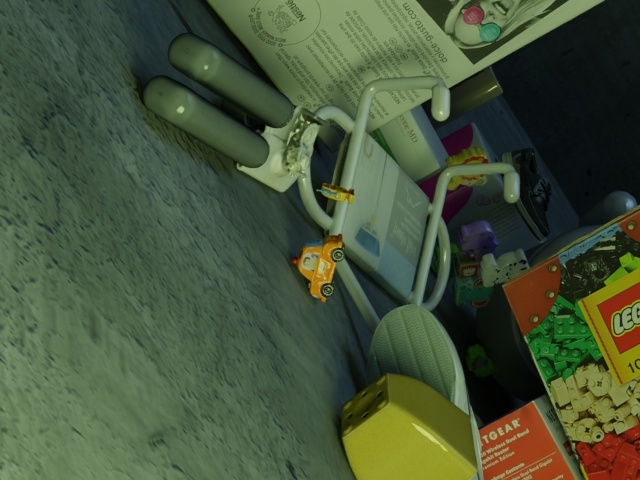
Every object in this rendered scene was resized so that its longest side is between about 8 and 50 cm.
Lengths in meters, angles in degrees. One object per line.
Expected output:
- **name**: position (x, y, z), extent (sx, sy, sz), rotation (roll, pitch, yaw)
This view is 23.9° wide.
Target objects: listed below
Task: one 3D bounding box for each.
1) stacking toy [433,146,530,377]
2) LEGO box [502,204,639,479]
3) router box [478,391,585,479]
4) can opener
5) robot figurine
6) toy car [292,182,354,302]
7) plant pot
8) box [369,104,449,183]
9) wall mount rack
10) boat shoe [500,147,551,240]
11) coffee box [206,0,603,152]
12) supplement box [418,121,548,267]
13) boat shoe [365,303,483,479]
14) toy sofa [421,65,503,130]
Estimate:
- **stacking toy**: position (0.178, 0.028, 1.709), extent (0.221, 0.052, 0.167), rotation (93, -13, -48)
- **LEGO box**: position (0.410, 0.233, 1.431), extent (0.500, 0.193, 0.373), rotation (39, 25, -51)
- **router box**: position (0.267, 0.283, 1.418), extent (0.301, 0.082, 0.335), rotation (62, 16, 10)
- **can opener**: position (-0.070, -0.100, 1.219), extent (0.093, 0.074, 0.280), rotation (29, 1, 19)
- **robot figurine**: position (0.300, 0.093, 1.742), extent (0.353, 0.199, 0.300), rotation (137, -33, -77)
- **toy car**: position (0.000, 0.000, 1.292), extent (0.040, 0.060, 0.122), rotation (15, 31, -4)
- **plant pot**: position (0.060, 0.149, 1.145), extent (0.083, 0.081, 0.081), rotation (46, 18, -18)
- **box**: position (0.087, -0.108, 1.739), extent (0.101, 0.087, 0.102), rotation (62, 13, 1)
- **wall mount rack**: position (0.095, 0.023, 1.451), extent (0.350, 0.130, 0.304), rotation (40, 56, -55)
- **boat shoe**: position (0.271, -0.066, 1.939), extent (0.056, 0.049, 0.152), rotation (48, 20, -46)
- **coffee box**: position (0.037, -0.368, 1.540), extent (0.338, 0.334, 0.338), rotation (48, 20, -39)
- **supplement box**: position (0.217, -0.034, 2.029), extent (0.220, 0.111, 0.114), rotation (50, 18, -42)
- **boat shoe**: position (0.089, 0.167, 1.247), extent (0.076, 0.083, 0.226), rotation (56, 24, -61)
- **toy sofa**: position (0.114, -0.290, 2.076), extent (0.362, 0.150, 0.177), rotation (48, 17, -45)
